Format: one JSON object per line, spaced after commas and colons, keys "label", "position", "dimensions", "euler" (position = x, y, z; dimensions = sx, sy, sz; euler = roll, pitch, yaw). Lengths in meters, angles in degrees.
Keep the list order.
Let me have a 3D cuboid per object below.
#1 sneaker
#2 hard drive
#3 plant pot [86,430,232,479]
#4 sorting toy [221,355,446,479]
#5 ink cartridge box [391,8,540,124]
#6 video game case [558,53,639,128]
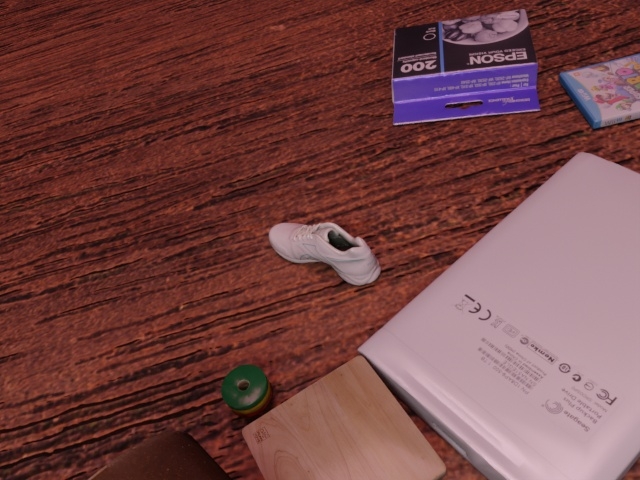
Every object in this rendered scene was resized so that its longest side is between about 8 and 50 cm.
{"label": "sneaker", "position": [0.000, 0.000, 0.683], "dimensions": [0.152, 0.061, 0.054], "euler": [17, 58, 31]}
{"label": "hard drive", "position": [0.243, 0.066, 0.560], "dimensions": [0.353, 0.047, 0.233], "euler": [-39, 50, -17]}
{"label": "plant pot", "position": [-0.071, 0.281, 0.371], "dimensions": [0.230, 0.215, 0.215], "euler": [30, 62, 20]}
{"label": "sorting toy", "position": [0.024, 0.197, 0.507], "dimensions": [0.132, 0.046, 0.274], "euler": [-30, 47, -11]}
{"label": "ink cartridge box", "position": [0.209, -0.260, 0.866], "dimensions": [0.206, 0.045, 0.208], "euler": [-4, 49, 13]}
{"label": "video game case", "position": [0.422, -0.207, 0.774], "dimensions": [0.166, 0.015, 0.119], "euler": [-13, 47, 5]}
